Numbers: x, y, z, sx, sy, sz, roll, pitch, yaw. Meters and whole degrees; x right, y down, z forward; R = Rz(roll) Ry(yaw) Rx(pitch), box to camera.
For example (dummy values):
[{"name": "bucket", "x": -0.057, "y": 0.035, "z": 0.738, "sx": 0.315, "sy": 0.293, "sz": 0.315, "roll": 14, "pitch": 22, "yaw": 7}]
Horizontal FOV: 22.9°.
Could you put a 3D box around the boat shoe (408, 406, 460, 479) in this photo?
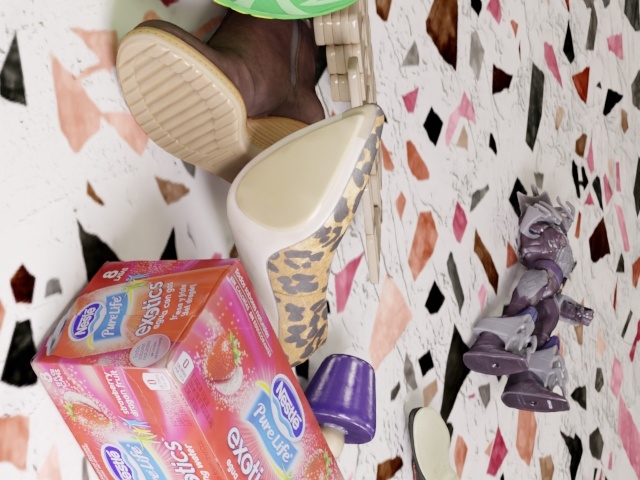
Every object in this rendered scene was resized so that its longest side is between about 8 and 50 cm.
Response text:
[{"name": "boat shoe", "x": 0.112, "y": 0.226, "z": 1.633, "sx": 0.049, "sy": 0.042, "sz": 0.133, "roll": -37, "pitch": 122, "yaw": -30}]

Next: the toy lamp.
[{"name": "toy lamp", "x": -0.006, "y": 0.233, "z": 1.400, "sx": 0.080, "sy": 0.080, "sz": 0.275, "roll": 45, "pitch": 54, "yaw": -50}]

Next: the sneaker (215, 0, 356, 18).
[{"name": "sneaker", "x": -0.062, "y": -0.229, "z": 1.199, "sx": 0.295, "sy": 0.123, "sz": 0.109, "roll": 7, "pitch": 99, "yaw": -36}]

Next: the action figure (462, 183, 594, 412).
[{"name": "action figure", "x": 0.257, "y": 0.059, "z": 1.828, "sx": 0.185, "sy": 0.099, "sz": 0.285, "roll": 56, "pitch": 41, "yaw": -35}]

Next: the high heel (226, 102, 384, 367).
[{"name": "high heel", "x": 0.000, "y": 0.000, "z": 1.305, "sx": 0.261, "sy": 0.093, "sz": 0.186, "roll": -50, "pitch": 148, "yaw": 17}]

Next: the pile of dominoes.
[{"name": "pile of dominoes", "x": 0.027, "y": -0.114, "z": 1.451, "sx": 0.196, "sy": 0.040, "sz": 0.251, "roll": -85, "pitch": 171, "yaw": -52}]

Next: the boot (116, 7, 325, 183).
[{"name": "boot", "x": -0.077, "y": -0.156, "z": 1.315, "sx": 0.248, "sy": 0.090, "sz": 0.207, "roll": 44, "pitch": 39, "yaw": -44}]

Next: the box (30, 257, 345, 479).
[{"name": "box", "x": -0.092, "y": 0.145, "z": 1.206, "sx": 0.122, "sy": 0.128, "sz": 0.257, "roll": -59, "pitch": 136, "yaw": -42}]
